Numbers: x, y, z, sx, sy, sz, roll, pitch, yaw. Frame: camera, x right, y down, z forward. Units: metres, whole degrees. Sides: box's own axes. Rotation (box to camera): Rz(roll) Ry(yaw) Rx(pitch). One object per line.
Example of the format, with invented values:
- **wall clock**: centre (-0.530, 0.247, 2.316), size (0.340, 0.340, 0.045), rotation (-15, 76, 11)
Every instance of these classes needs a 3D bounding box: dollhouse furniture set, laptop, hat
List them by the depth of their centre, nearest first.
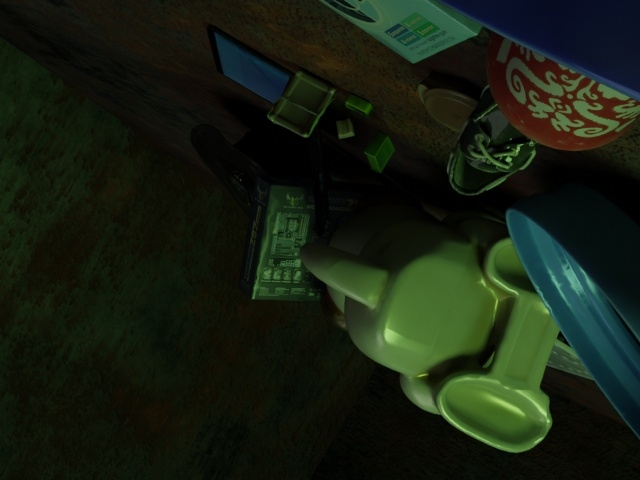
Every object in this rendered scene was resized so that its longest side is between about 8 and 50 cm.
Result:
- **dollhouse furniture set**: centre (0.018, -0.144, 1.382), size (0.151, 0.076, 0.058), rotation (28, 173, 16)
- **laptop**: centre (-0.070, -0.141, 1.536), size (0.136, 0.264, 0.234), rotation (-6, 175, -2)
- **hat**: centre (-0.065, -0.099, 1.892), size (0.331, 0.134, 0.331), rotation (43, 164, 16)

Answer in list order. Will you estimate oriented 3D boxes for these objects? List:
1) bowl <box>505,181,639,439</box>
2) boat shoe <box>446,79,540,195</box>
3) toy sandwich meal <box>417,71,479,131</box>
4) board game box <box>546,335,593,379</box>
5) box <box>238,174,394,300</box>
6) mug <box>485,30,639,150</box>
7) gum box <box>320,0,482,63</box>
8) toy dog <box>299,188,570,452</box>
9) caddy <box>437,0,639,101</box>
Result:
- **bowl**: centre (0.337, 0.107, 1.182), size (0.391, 0.077, 0.391), rotation (57, 179, 1)
- **boat shoe**: centre (0.165, -0.093, 1.007), size (0.078, 0.070, 0.219), rotation (27, 164, 2)
- **toy sandwich meal**: centre (0.137, -0.135, 1.107), size (0.085, 0.029, 0.085), rotation (24, 164, 7)
- **board game box**: centre (0.367, 0.149, 2.190), size (0.390, 0.050, 0.390), rotation (32, 174, -13)
- **box**: centre (0.000, 0.000, 1.733), size (0.232, 0.183, 0.059), rotation (2, -162, -29)
- **mug**: centre (0.187, -0.133, 0.650), size (0.169, 0.150, 0.113), rotation (124, 124, -80)
- **gum box**: centre (0.032, -0.216, 0.885), size (0.184, 0.041, 0.157), rotation (31, 174, -11)
- **toy dog**: centre (0.130, 0.079, 1.547), size (0.395, 0.284, 0.408), rotation (8, -171, -15)
- **caddy**: centre (0.201, -0.105, 0.363), size (0.341, 0.179, 0.241), rotation (29, -162, 16)
